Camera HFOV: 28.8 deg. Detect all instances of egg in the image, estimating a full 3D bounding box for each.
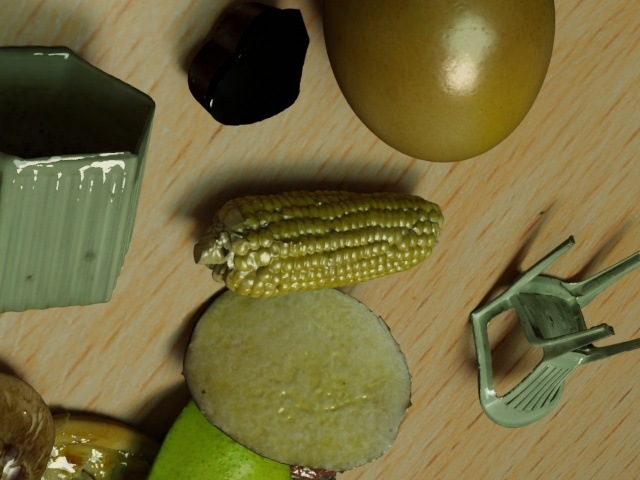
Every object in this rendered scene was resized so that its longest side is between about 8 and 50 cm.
[{"bbox_3d":[0.130,-0.225,1.363,0.250,0.250,0.322,-28,144,-12],"label":"egg"}]

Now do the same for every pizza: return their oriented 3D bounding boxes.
[{"bbox_3d":[-0.299,0.350,1.675,0.223,0.089,0.323,-46,136,3],"label":"pizza"}]

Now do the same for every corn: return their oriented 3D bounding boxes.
[{"bbox_3d":[0.000,0.000,1.551,0.347,0.130,0.130,-4,127,-32],"label":"corn"}]

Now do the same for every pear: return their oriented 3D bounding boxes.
[{"bbox_3d":[-0.150,0.366,1.663,0.239,0.139,0.288,-33,134,-44],"label":"pear"}]

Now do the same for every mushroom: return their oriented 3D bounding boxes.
[{"bbox_3d":[-0.441,0.264,1.463,0.278,0.146,0.278,-23,133,-27],"label":"mushroom"}]

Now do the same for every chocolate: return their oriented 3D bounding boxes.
[{"bbox_3d":[-0.077,-0.200,1.373,0.148,0.080,0.125,-56,146,8],"label":"chocolate"}]

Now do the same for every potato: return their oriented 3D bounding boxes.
[{"bbox_3d":[-0.026,0.170,1.639,0.299,0.116,0.239,19,88,0],"label":"potato"}]

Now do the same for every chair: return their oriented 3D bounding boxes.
[{"bbox_3d":[0.356,0.144,1.872,0.203,0.190,0.275,8,148,-37],"label":"chair"}]

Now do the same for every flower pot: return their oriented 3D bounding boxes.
[{"bbox_3d":[-0.288,-0.063,1.249,0.209,0.239,0.189,12,123,-6],"label":"flower pot"}]

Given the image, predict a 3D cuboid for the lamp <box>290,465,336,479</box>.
[{"bbox_3d":[0.015,0.219,1.756,0.118,0.118,0.253,17,96,-41],"label":"lamp"}]
